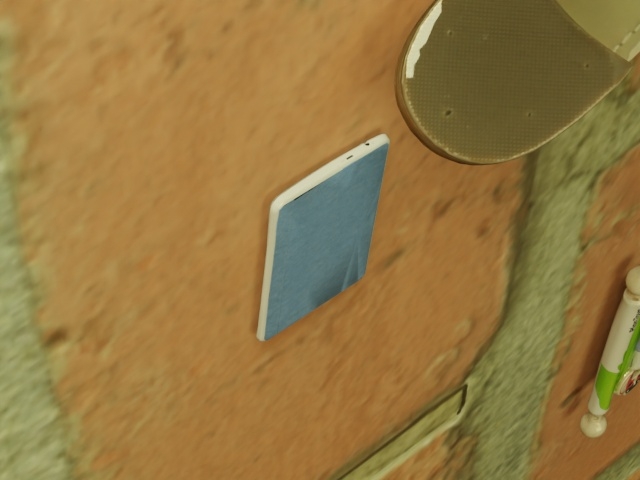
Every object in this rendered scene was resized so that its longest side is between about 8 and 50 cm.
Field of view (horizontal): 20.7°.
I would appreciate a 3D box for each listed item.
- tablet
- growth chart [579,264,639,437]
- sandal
[{"bbox_3d":[0.000,0.000,0.632,0.054,0.006,0.083,-32,152,-27],"label":"tablet"},{"bbox_3d":[0.235,-0.002,0.970,0.237,0.021,0.172,-36,152,-22],"label":"growth chart"},{"bbox_3d":[0.122,-0.111,0.602,0.240,0.088,0.079,-37,-174,-3],"label":"sandal"}]
